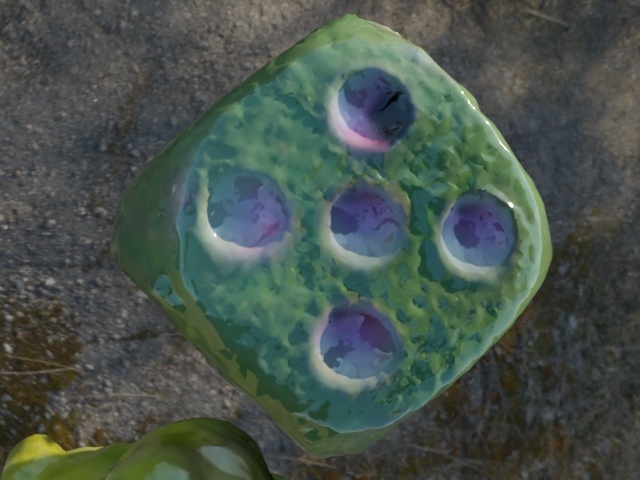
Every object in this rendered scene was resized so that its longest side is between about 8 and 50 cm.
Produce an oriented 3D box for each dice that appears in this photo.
[{"bbox_3d":[0.000,0.000,0.817,0.330,0.322,0.318,-41,94,-9],"label":"dice"}]

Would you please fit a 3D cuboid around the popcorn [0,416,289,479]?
[{"bbox_3d":[-0.121,0.260,0.468,0.312,0.312,0.312,0,90,-34],"label":"popcorn"}]
